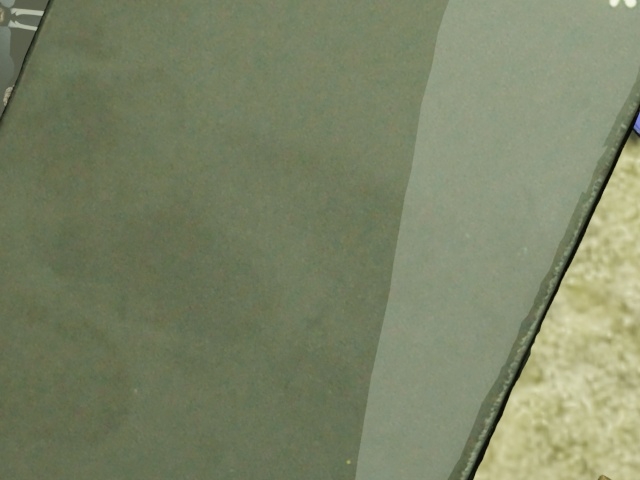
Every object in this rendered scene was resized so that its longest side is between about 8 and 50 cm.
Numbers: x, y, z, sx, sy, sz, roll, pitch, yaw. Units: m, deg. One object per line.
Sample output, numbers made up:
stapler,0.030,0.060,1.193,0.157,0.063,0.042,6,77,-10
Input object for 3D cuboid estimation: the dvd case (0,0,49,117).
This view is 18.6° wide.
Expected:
dvd case,-0.208,-0.157,1.371,0.239,0.029,0.179,10,98,-4

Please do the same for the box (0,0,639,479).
box,0.000,0.000,1.159,0.297,0.472,0.480,24,97,6

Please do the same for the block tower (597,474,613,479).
block tower,0.315,0.295,1.427,0.335,0.097,0.091,31,98,-7

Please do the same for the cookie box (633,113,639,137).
cookie box,0.237,-0.138,1.382,0.107,0.040,0.092,-45,98,5
